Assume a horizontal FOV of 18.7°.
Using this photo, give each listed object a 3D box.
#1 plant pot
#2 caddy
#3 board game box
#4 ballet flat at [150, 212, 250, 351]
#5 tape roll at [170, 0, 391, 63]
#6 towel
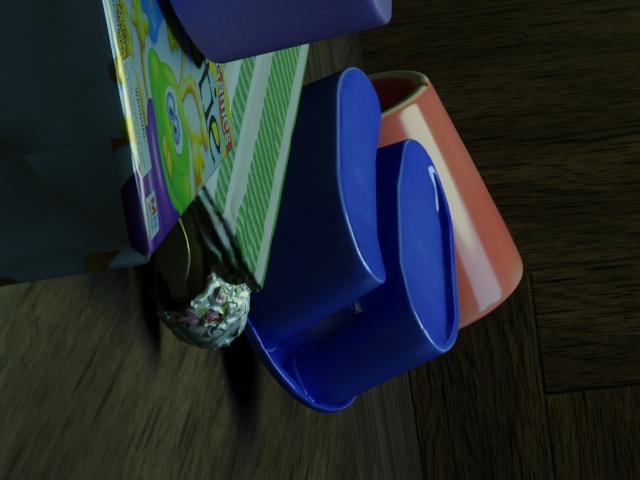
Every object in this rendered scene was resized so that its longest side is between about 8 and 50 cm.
[{"bbox_3d":[0.063,-0.039,2.131,0.275,0.275,0.243,-79,152,-69],"label":"plant pot"},{"bbox_3d":[0.000,0.000,1.851,0.241,0.179,0.341,48,28,-35],"label":"caddy"},{"bbox_3d":[-0.134,-0.077,0.900,0.275,0.144,0.142,-68,149,-76],"label":"board game box"},{"bbox_3d":[-0.096,-0.036,1.473,0.077,0.091,0.241,24,53,-56],"label":"ballet flat"},{"bbox_3d":[-0.040,-0.227,0.927,0.275,0.090,0.275,-13,90,-83],"label":"tape roll"},{"bbox_3d":[-0.058,-0.120,1.301,0.325,0.038,0.248,65,35,-71],"label":"towel"}]
